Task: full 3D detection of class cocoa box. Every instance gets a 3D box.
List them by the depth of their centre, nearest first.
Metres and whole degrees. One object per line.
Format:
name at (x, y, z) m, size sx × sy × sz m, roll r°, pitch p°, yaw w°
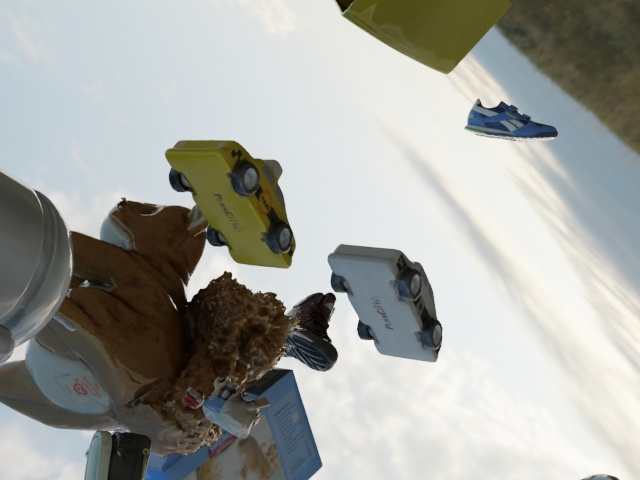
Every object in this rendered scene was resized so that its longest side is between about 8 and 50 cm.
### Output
cocoa box at (-0.204, 0.406, 1.601) m, size 0.347 × 0.228 × 0.231 m, roll -33°, pitch -66°, yaw -44°

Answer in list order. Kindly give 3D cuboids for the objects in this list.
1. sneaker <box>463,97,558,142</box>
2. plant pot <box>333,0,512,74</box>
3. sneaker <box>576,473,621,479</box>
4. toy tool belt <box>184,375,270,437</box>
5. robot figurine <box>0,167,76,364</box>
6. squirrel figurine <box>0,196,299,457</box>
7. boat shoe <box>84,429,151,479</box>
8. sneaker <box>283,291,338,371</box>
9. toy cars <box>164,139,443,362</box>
sneaker at (0.298, -0.186, 1.341) m, size 0.144 × 0.059 × 0.053 m, roll 11°, pitch 179°, yaw 12°
plant pot at (0.163, -0.374, 1.301) m, size 0.187 × 0.212 × 0.212 m, roll 38°, pitch -165°, yaw -16°
sneaker at (0.359, 0.426, 1.336) m, size 0.090 × 0.235 × 0.095 m, roll 62°, pitch -173°, yaw 28°
toy tool belt at (-0.101, 0.174, 0.935) m, size 0.083 × 0.052 × 0.051 m, roll 25°, pitch -129°, yaw 24°
robot figurine at (-0.397, -0.001, 0.879) m, size 0.353 × 0.200 × 0.300 m, roll 40°, pitch -165°, yaw -52°
squirrel figurine at (-0.245, 0.112, 1.323) m, size 0.397 × 0.281 × 0.370 m, roll 27°, pitch -138°, yaw 0°
boat shoe at (-0.249, 0.342, 1.023) m, size 0.069 × 0.227 × 0.081 m, roll 10°, pitch 176°, yaw -26°
sneaker at (-0.010, 0.169, 1.775) m, size 0.106 × 0.162 × 0.281 m, roll 53°, pitch 161°, yaw -20°
toy cars at (0.000, 0.000, 0.978) m, size 0.394 × 0.176 × 0.087 m, roll 33°, pitch -122°, yaw -9°
